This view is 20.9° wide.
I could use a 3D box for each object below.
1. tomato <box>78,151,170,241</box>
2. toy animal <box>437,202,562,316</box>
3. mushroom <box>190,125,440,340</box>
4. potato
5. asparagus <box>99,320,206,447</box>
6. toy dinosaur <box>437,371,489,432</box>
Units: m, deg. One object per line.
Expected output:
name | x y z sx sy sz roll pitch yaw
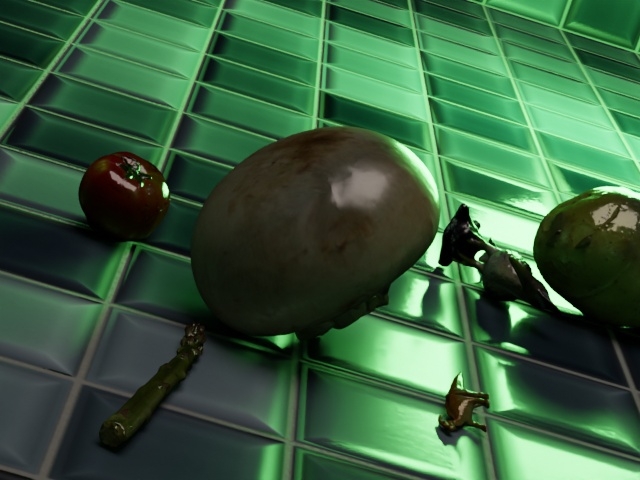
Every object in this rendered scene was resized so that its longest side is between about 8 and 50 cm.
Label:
tomato | -0.184 -0.038 1.616 0.087 0.075 0.087 24 28 -14
toy animal | 0.192 0.030 1.792 0.105 0.070 0.202 29 5 -33
mushroom | 0.000 0.000 1.504 0.178 0.226 0.226 54 6 -21
potato | 0.344 0.022 1.834 0.248 0.143 0.169 15 29 -12
asparagus | -0.121 0.106 1.328 0.024 0.025 0.248 -22 10 16
toy dinosaur | 0.126 0.135 1.470 0.041 0.026 0.113 4 24 13
